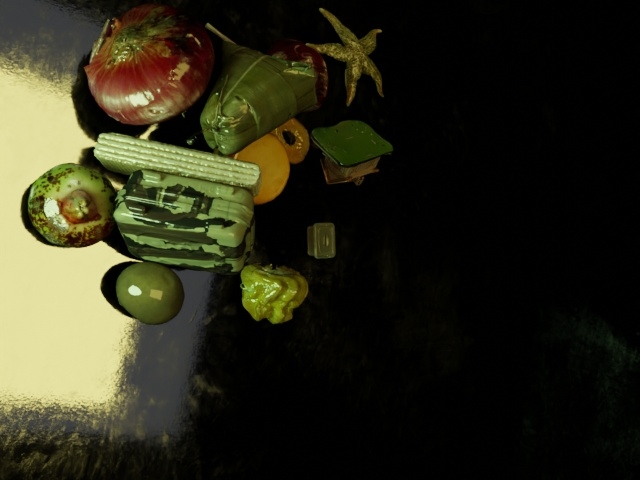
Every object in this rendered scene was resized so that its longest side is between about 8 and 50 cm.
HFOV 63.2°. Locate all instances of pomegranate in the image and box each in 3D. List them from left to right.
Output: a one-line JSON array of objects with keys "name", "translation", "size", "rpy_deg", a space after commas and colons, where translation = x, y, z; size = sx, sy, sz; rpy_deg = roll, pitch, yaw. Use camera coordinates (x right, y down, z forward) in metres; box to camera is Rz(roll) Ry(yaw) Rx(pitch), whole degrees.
[{"name": "pomegranate", "translation": [-0.596, -0.081, 1.275], "size": [0.214, 0.248, 0.214], "rpy_deg": [-5, 99, -34]}]

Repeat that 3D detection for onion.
[{"name": "onion", "translation": [-0.432, -0.444, 1.385], "size": [0.347, 0.348, 0.285], "rpy_deg": [-65, 158, -18]}, {"name": "onion", "translation": [-0.076, -0.537, 1.682], "size": [0.216, 0.207, 0.206], "rpy_deg": [0, 92, -41]}]

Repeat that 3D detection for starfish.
[{"name": "starfish", "translation": [0.110, -0.665, 1.895], "size": [0.358, 0.078, 0.347], "rpy_deg": [-10, 98, -35]}]

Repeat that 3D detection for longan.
[{"name": "longan", "translation": [-0.461, 0.144, 1.417], "size": [0.189, 0.189, 0.189], "rpy_deg": [1, 89, -35]}]

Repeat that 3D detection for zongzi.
[{"name": "zongzi", "translation": [-0.275, -0.393, 1.441], "size": [0.447, 0.418, 0.181], "rpy_deg": [-41, 151, -30]}]

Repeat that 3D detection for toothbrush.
[{"name": "toothbrush", "translation": [-0.278, -0.624, 1.649], "size": [0.194, 0.014, 0.017], "rpy_deg": [26, 75, -32]}]

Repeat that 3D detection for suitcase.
[{"name": "suitcase", "translation": [-0.352, -0.035, 1.406], "size": [0.351, 0.339, 0.194], "rpy_deg": [11, 61, -1]}]

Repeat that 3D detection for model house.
[{"name": "model house", "translation": [0.091, -0.299, 1.854], "size": [0.294, 0.154, 0.207], "rpy_deg": [-24, 60, -42]}]

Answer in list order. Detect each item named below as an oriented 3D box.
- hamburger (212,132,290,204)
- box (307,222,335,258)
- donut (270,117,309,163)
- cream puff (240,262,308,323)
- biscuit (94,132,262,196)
[{"name": "hamburger", "translation": [-0.222, -0.224, 1.590], "size": [0.246, 0.170, 0.246], "rpy_deg": [-12, 110, -38]}, {"name": "box", "translation": [0.000, 0.000, 1.809], "size": [0.089, 0.062, 0.122], "rpy_deg": [-3, 92, -35]}, {"name": "donut", "translation": [-0.122, -0.336, 1.728], "size": [0.178, 0.065, 0.162], "rpy_deg": [44, 61, -25]}, {"name": "cream puff", "translation": [-0.144, 0.175, 1.642], "size": [0.221, 0.195, 0.194], "rpy_deg": [4, 87, -31]}, {"name": "biscuit", "translation": [-0.368, -0.194, 1.392], "size": [0.426, 0.144, 0.078], "rpy_deg": [12, 78, -3]}]
